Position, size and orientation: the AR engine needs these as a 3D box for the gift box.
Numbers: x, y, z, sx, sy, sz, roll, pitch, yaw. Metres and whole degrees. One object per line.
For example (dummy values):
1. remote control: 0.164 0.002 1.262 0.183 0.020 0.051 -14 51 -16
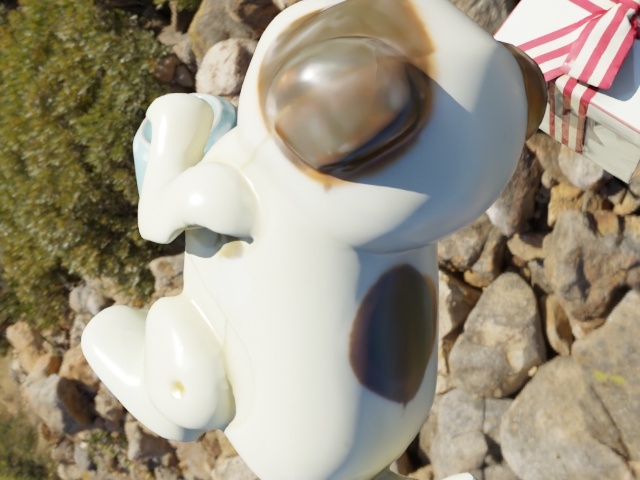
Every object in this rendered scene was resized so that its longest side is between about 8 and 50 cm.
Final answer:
1. gift box: 0.355 -0.247 0.856 0.276 0.258 0.255 34 91 19

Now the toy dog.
1. toy dog: 0.000 0.000 0.546 0.395 0.284 0.408 51 133 40

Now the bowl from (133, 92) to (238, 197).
1. bowl: -0.262 -0.191 1.410 0.311 0.311 0.163 2 138 21
